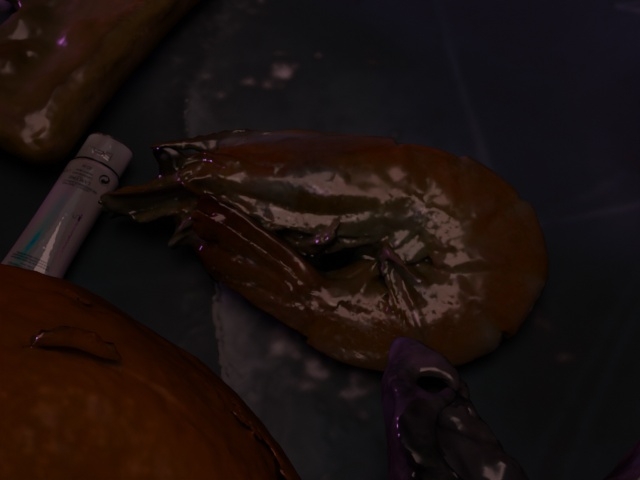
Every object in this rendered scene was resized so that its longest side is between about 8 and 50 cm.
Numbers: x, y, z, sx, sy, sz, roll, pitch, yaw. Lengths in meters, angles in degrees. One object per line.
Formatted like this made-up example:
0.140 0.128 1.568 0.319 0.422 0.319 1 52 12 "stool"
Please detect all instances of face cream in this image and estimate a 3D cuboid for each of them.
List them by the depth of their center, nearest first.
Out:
-0.127 -0.004 0.637 0.038 0.020 0.115 20 59 11 "face cream"

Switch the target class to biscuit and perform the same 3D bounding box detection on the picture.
-0.161 -0.129 0.710 0.174 0.039 0.183 23 58 12 "biscuit"

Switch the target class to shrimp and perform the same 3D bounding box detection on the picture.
0.000 0.000 0.622 0.217 0.051 0.115 10 59 3 "shrimp"

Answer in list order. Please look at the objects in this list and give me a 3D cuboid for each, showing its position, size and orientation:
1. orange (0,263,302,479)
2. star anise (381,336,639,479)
-0.123 0.147 0.399 0.283 0.226 0.284 14 64 -32 "orange"
0.082 0.155 0.485 0.198 0.111 0.258 1 62 -1 "star anise"
